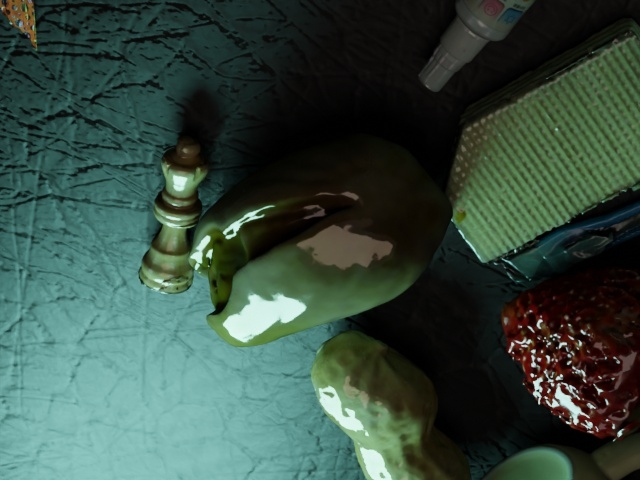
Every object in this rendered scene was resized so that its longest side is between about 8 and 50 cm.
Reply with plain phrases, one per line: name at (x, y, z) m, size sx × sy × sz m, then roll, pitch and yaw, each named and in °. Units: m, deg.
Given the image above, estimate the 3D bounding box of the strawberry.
strawberry at (0.275, 0.101, 1.563) m, size 0.201 × 0.187 × 0.184 m, roll 26°, pitch 145°, yaw 30°

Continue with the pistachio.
pistachio at (0.000, 0.000, 1.535) m, size 0.288 × 0.166 × 0.197 m, roll -25°, pitch 158°, yaw 38°

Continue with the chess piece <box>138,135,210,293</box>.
chess piece at (-0.144, -0.029, 1.587) m, size 0.060 × 0.060 × 0.172 m, roll 12°, pitch 123°, yaw -1°

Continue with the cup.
cup at (0.299, 0.320, 1.700) m, size 0.255 × 0.173 × 0.202 m, roll -24°, pitch 120°, yaw 22°

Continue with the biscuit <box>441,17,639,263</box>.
biscuit at (0.222, -0.090, 1.501) m, size 0.252 × 0.052 × 0.150 m, roll -30°, pitch 112°, yaw 23°

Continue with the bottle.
bottle at (0.159, -0.217, 1.414) m, size 0.060 × 0.060 × 0.217 m, roll 30°, pitch 121°, yaw -14°

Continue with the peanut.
peanut at (0.078, 0.201, 1.689) m, size 0.117 × 0.101 × 0.263 m, roll -5°, pitch 126°, yaw 34°

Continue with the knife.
knife at (0.306, -0.023, 1.552) m, size 0.296 × 0.026 × 0.044 m, roll -26°, pitch 106°, yaw 23°

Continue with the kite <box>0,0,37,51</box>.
kite at (-0.310, -0.284, 1.458) m, size 0.222 × 0.008 × 0.125 m, roll 41°, pitch 119°, yaw -19°
